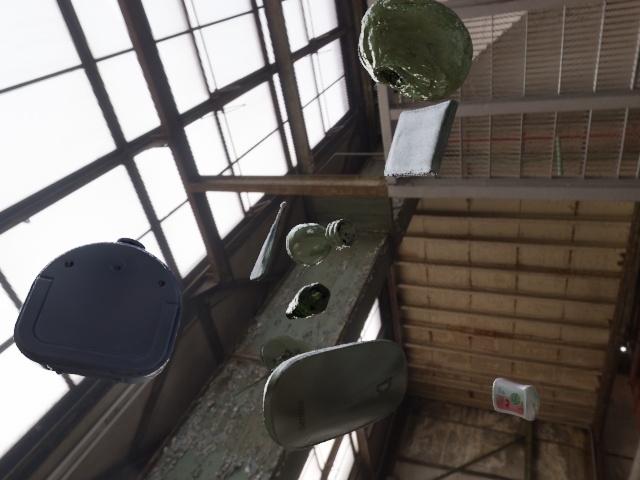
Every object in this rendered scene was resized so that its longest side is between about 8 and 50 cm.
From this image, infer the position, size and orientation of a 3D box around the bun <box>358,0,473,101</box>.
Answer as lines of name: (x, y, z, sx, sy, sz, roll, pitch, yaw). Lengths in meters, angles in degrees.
bun: (0.169, -0.342, 0.855, 0.221, 0.108, 0.221, 27, -23, 12)

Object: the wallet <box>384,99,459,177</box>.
wallet: (0.224, -0.226, 1.065, 0.036, 0.222, 0.167, 17, -90, -21)

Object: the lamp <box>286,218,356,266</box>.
lamp: (0.000, 0.000, 1.088, 0.193, 0.106, 0.106, -19, -67, 46)

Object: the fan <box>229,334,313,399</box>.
fan: (-0.160, 0.459, 1.656, 0.233, 0.414, 0.012, 33, -60, 23)

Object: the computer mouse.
computer mouse: (0.042, 0.312, 0.949, 0.095, 0.330, 0.197, -158, -121, -64)

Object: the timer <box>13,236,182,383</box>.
timer: (-0.556, 0.173, 1.231, 0.395, 0.395, 0.173, 36, -32, -1)

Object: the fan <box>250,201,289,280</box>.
fan: (-0.134, -0.004, 1.315, 0.057, 0.282, 0.023, -17, -48, 41)

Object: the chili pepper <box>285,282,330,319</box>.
chili pepper: (-0.035, 0.200, 1.532, 0.270, 0.136, 0.099, 139, -65, -72)

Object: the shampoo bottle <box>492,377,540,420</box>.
shampoo bottle: (0.413, 0.334, 0.974, 0.099, 0.043, 0.072, -6, -98, 61)
